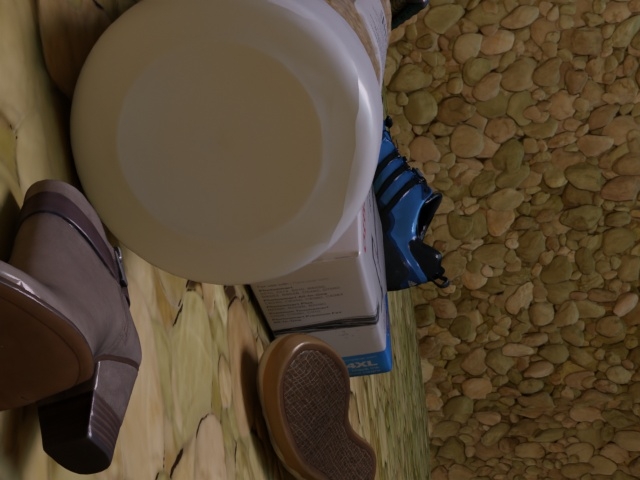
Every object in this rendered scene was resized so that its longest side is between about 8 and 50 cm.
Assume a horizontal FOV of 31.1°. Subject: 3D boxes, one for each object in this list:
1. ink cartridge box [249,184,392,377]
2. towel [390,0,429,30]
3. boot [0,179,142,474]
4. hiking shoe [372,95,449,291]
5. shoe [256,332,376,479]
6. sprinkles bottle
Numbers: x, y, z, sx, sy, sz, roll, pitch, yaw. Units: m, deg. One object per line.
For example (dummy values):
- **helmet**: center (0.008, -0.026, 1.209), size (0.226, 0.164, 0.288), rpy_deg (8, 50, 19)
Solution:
- **ink cartridge box**: center (0.000, 0.000, 0.872), size (0.203, 0.086, 0.148), rpy_deg (73, 13, -60)
- **towel**: center (0.100, -0.378, 1.253), size (0.271, 0.040, 0.370), rpy_deg (-21, -132, 67)
- **boot**: center (-0.086, 0.015, 0.359), size (0.118, 0.042, 0.087), rpy_deg (77, 3, -51)
- **hiking shoe**: center (0.098, -0.066, 1.553), size (0.113, 0.132, 0.304), rpy_deg (67, 18, -67)
- **shoe**: center (-0.013, 0.132, 0.823), size (0.076, 0.058, 0.219), rpy_deg (-57, 150, -25)
- **sprinkles bottle**: center (-0.025, -0.091, 0.600), size (0.355, 0.121, 0.121), rpy_deg (-76, 159, -71)
